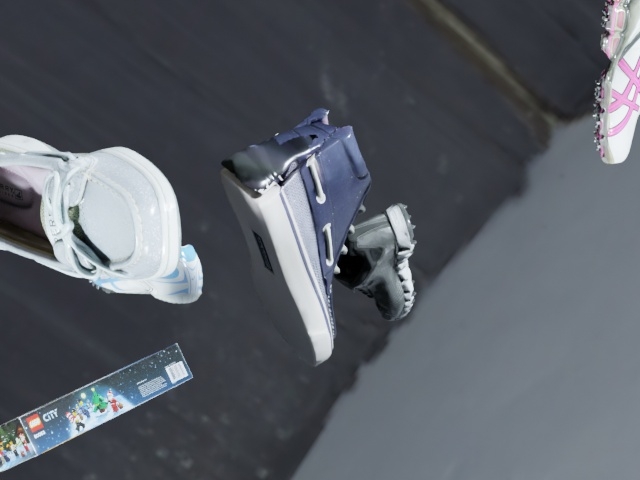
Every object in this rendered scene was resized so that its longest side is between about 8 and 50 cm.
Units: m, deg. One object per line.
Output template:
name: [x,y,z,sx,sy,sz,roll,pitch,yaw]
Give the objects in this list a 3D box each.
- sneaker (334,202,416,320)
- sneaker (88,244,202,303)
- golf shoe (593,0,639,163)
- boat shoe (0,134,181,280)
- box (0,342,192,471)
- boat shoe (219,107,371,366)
sneaker: [0.066,0.038,2.087,0.106,0.234,0.078,-17,59,-8]
sneaker: [-0.240,0.036,2.177,0.237,0.085,0.086,4,93,49]
golf shoe: [0.333,-0.168,1.683,0.067,0.086,0.186,-73,-12,-70]
boat shoe: [-0.238,-0.027,1.399,0.320,0.103,0.118,19,118,45]
box: [-0.269,0.187,1.689,0.159,0.044,0.233,-26,-1,41]
boat shoe: [0.000,0.000,1.904,0.158,0.340,0.127,-35,50,-18]
